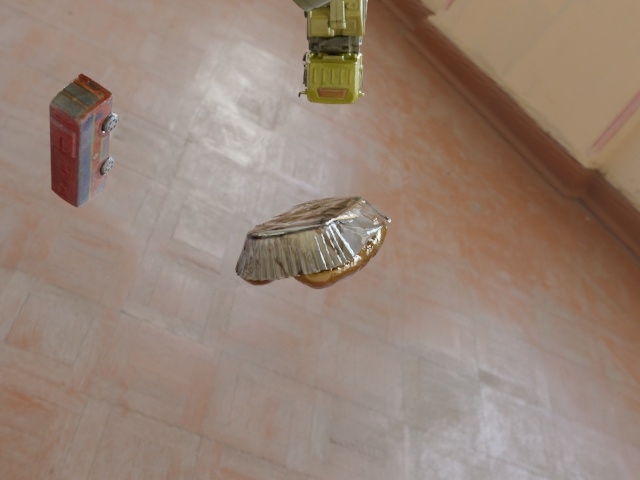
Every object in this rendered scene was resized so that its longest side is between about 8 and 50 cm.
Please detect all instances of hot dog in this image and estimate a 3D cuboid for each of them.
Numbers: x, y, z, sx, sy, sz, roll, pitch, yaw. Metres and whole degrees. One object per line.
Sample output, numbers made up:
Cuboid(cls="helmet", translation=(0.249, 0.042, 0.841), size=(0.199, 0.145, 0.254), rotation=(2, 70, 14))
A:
Cuboid(cls="hot dog", translation=(0.000, 0.000, 0.896), size=(0.144, 0.075, 0.268), rotation=(-3, 9, 20))

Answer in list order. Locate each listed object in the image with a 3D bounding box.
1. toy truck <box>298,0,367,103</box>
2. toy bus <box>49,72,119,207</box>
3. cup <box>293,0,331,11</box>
Cuboid(cls="toy truck", translation=(0.024, -0.382, 1.473), size=(0.124, 0.272, 0.157), rotation=(3, 23, 3))
Cuboid(cls="toy bus", translation=(-0.317, -0.126, 1.065), size=(0.065, 0.192, 0.077), rotation=(33, 52, 8))
Cuboid(cls="cup", translation=(0.019, -0.360, 1.010), size=(0.120, 0.141, 0.120), rotation=(44, 33, -39))
